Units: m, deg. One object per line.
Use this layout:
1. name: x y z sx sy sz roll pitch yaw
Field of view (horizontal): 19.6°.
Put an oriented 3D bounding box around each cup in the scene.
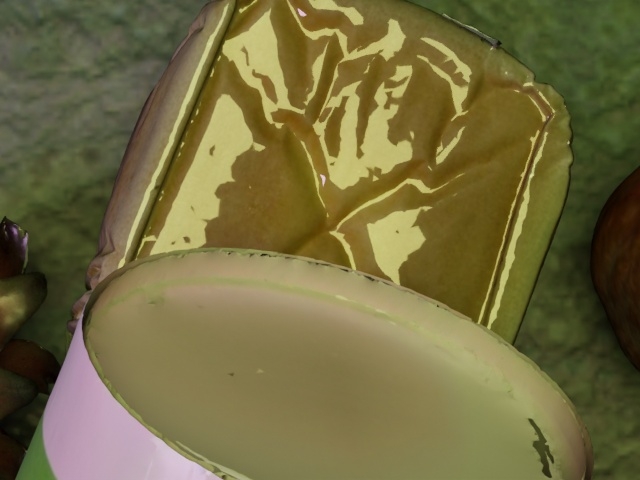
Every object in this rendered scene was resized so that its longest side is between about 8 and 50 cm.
1. cup: -0.027 0.162 0.696 0.253 0.253 0.274 18 113 -3

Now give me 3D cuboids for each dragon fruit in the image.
1. dragon fruit: -0.189 0.056 0.815 0.142 0.121 0.130 -6 124 -28

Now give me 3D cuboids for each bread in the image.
1. bread: 0.000 -0.002 0.835 0.192 0.110 0.210 19 86 -9

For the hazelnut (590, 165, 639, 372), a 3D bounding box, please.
1. hazelnut: 0.198 0.023 0.841 0.143 0.143 0.154 -42 107 -5
